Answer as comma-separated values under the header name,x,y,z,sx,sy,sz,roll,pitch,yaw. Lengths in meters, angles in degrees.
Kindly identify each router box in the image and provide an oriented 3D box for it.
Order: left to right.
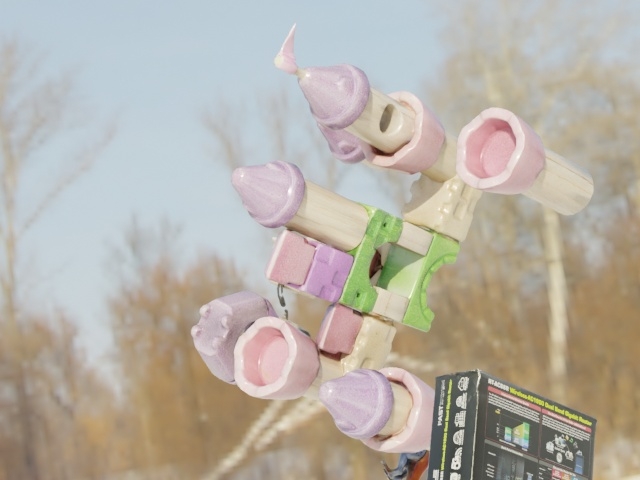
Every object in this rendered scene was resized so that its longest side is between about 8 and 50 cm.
name,x,y,z,sx,sy,sz,roll,pitch,yaw
router box,0.119,0.140,1.075,0.038,0.092,0.122,-13,-28,43

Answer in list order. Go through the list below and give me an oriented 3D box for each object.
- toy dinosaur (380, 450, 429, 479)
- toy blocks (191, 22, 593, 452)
name,x,y,z,sx,sy,sz,roll,pitch,yaw
toy dinosaur,0.092,0.180,1.471,0.082,0.090,0.047,-28,-41,-6
toy blocks,0.000,0.000,1.413,0.309,0.289,0.260,20,-2,45
